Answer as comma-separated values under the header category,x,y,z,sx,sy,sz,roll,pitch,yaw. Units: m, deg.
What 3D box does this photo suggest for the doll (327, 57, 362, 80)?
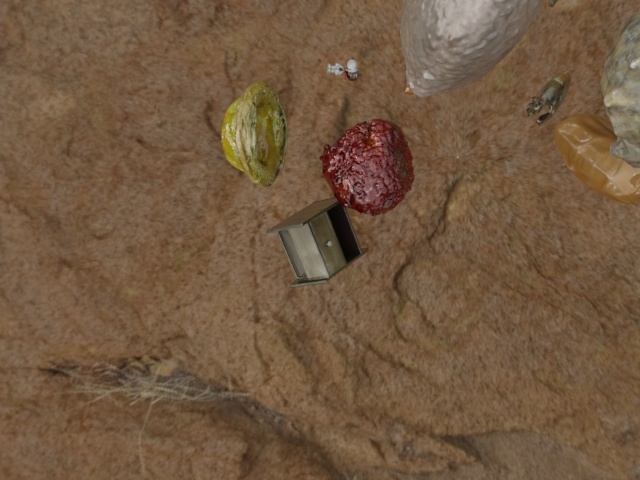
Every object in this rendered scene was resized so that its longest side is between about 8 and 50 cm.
category,x,y,z,sx,sy,sz,roll,pitch,yaw
doll,0.061,-0.433,1.559,0.085,0.040,0.058,-16,96,-5

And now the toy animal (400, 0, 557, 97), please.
category,x,y,z,sx,sy,sz,roll,pitch,yaw
toy animal,0.215,-0.350,0.851,0.188,0.226,0.358,25,122,-2

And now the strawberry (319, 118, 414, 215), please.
category,x,y,z,sx,sy,sz,roll,pitch,yaw
strawberry,0.132,-0.211,1.614,0.274,0.274,0.220,25,126,8

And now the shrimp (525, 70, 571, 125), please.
category,x,y,z,sx,sy,sz,roll,pitch,yaw
shrimp,0.619,-0.372,1.659,0.052,0.251,0.144,34,140,33

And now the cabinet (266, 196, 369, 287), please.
category,x,y,z,sx,sy,sz,roll,pitch,yaw
cabinet,0.000,0.000,1.665,0.148,0.215,0.175,-10,107,44

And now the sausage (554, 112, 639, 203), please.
category,x,y,z,sx,sy,sz,roll,pitch,yaw
sausage,0.547,-0.164,1.181,0.136,0.241,0.120,33,112,-31

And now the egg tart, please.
category,x,y,z,sx,sy,sz,roll,pitch,yaw
egg tart,-0.167,-0.271,1.563,0.118,0.288,0.288,1,98,19

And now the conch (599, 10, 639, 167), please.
category,x,y,z,sx,sy,sz,roll,pitch,yaw
conch,0.366,-0.159,0.557,0.159,0.210,0.291,23,63,33
